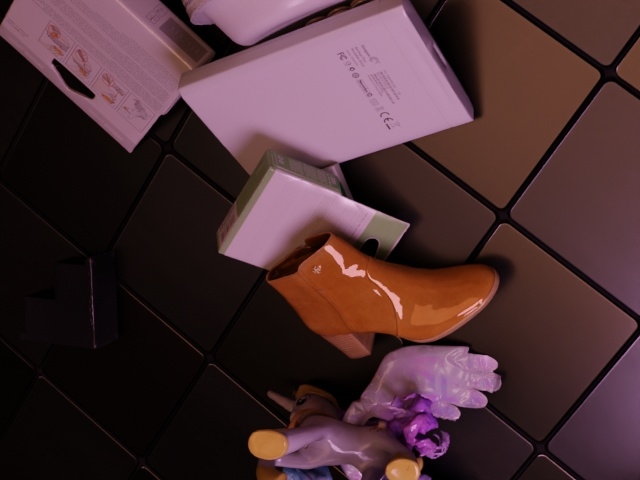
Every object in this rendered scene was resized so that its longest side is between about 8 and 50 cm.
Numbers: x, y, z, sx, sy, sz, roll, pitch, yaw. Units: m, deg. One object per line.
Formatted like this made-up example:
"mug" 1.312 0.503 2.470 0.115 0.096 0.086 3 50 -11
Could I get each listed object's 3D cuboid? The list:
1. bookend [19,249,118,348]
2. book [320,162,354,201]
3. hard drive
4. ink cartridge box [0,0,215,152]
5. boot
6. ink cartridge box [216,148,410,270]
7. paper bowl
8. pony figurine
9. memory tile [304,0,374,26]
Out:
"bookend" -0.431 0.094 1.911 0.157 0.072 0.156 4 102 23
"book" -0.020 -0.048 1.699 0.144 0.035 0.096 -20 98 23
"hard drive" 0.009 -0.204 1.597 0.353 0.047 0.233 -16 137 25
"ink cartridge box" -0.339 -0.310 1.747 0.296 0.066 0.261 43 142 -8
"boot" 0.084 0.057 1.615 0.295 0.104 0.211 -26 124 27
"ink cartridge box" -0.012 -0.018 1.660 0.235 0.056 0.171 20 122 -23
"paper bowl" -0.052 -0.366 1.531 0.284 0.284 0.148 -21 94 26
"pony figurine" 0.072 0.295 1.626 0.351 0.363 0.303 10 98 5
"memory tile" 0.054 -0.306 1.576 0.113 0.148 0.012 -24 78 27
